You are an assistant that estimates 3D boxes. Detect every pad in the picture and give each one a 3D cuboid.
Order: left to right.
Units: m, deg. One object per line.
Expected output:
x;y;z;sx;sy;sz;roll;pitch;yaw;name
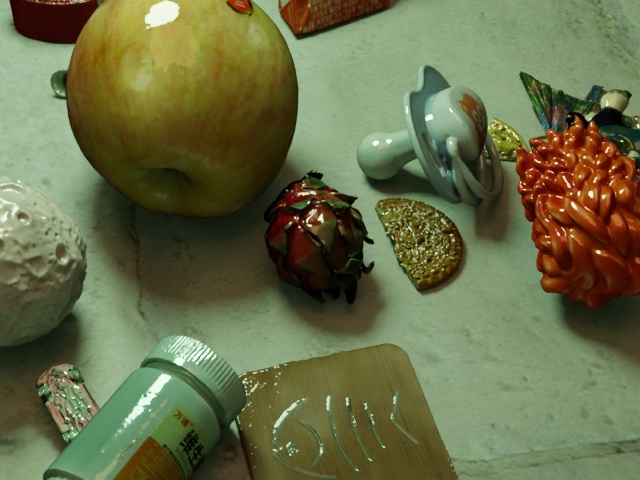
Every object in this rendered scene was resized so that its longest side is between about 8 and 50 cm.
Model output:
0.029;0.283;1.663;0.284;0.018;0.286;-10;48;-12;pad

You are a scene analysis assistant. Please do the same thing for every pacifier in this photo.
0.175;-0.161;1.998;0.233;0.244;0.299;-15;22;25;pacifier

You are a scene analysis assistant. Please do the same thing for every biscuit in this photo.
0.175;-0.006;1.937;0.126;0.025;0.206;-12;49;-14;biscuit

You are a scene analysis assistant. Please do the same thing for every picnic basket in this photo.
-0.465;-0.297;2.153;0.083;0.065;0.083;-3;30;-12;picnic basket

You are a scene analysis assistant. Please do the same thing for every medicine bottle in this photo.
-0.248;0.289;1.550;0.158;0.158;0.318;25;50;19;medicine bottle

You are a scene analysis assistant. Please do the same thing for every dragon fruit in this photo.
-0.006;-0.005;1.832;0.182;0.182;0.188;-22;34;-22;dragon fruit

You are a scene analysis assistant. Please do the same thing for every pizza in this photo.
0.323;-0.176;2.104;0.108;0.026;0.123;-22;52;-19;pizza

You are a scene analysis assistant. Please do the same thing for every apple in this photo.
-0.224;-0.225;1.888;0.391;0.391;0.346;7;55;3;apple

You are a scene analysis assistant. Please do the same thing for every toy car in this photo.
-0.356;0.244;1.657;0.069;0.055;0.142;-29;65;-16;toy car

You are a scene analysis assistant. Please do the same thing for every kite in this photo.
0.497;-0.227;2.167;0.321;0.016;0.234;24;50;19;kite

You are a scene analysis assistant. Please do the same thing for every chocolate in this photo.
0.020;-0.563;2.315;0.237;0.235;0.108;-22;41;-22;chocolate

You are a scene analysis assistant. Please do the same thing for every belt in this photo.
-0.518;-0.476;2.275;0.201;0.124;0.128;5;49;3;belt

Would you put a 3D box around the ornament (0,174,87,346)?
-0.483;0.038;1.705;0.259;0.259;0.225;20;53;15;ornament

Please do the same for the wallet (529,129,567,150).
0.488;-0.134;2.056;0.161;0.042;0.195;-13;52;-15;wallet

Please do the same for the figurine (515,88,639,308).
0.484;-0.076;1.879;0.412;0.241;0.306;-33;90;-41;figurine
